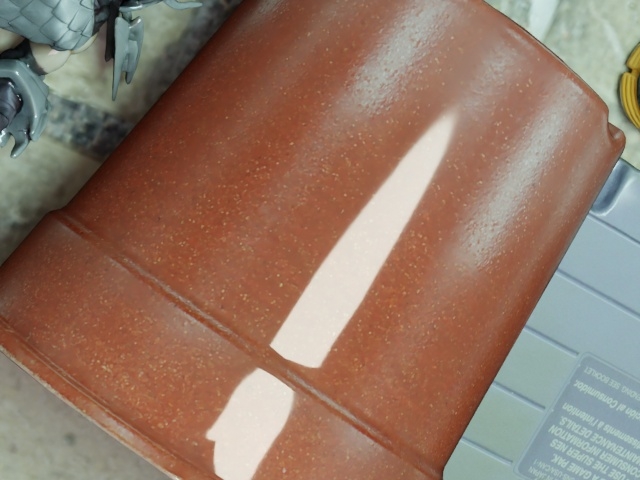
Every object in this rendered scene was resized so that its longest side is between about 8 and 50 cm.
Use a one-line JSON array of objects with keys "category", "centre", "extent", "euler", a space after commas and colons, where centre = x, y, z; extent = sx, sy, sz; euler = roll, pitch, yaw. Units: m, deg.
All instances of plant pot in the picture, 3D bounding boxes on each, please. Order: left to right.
[{"category": "plant pot", "centre": [0.000, 0.000, 0.994], "extent": [0.272, 0.272, 0.265], "euler": [36, 86, -20]}]

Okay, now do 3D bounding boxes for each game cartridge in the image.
[{"category": "game cartridge", "centre": [0.227, 0.110, 1.173], "extent": [0.355, 0.068, 0.230], "euler": [29, 101, -19]}]

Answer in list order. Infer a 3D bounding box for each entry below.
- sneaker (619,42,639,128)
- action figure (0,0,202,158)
[{"category": "sneaker", "centre": [0.266, -0.135, 1.101], "extent": [0.084, 0.083, 0.215], "euler": [39, 92, -18]}, {"category": "action figure", "centre": [-0.195, -0.124, 0.976], "extent": [0.285, 0.099, 0.185], "euler": [-3, 126, -4]}]
